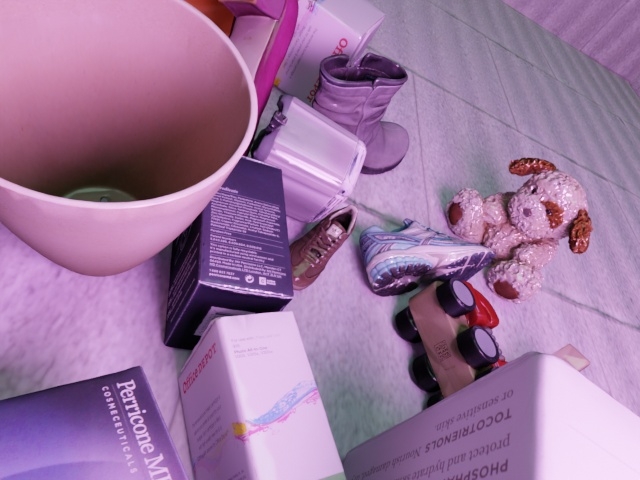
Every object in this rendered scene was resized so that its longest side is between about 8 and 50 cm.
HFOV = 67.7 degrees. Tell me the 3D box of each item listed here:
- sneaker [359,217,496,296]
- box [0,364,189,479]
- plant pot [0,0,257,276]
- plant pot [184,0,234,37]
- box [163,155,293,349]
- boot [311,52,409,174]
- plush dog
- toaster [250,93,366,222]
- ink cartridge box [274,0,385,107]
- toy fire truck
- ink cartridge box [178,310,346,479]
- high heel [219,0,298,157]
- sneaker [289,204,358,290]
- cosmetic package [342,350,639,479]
[{"bbox_3d":[0.192,0.012,0.842,0.283,0.110,0.122,0,52,-34],"label":"sneaker"},{"bbox_3d":[-0.205,0.260,0.256,0.294,0.183,0.296,-6,39,-38],"label":"box"},{"bbox_3d":[-0.227,-0.075,0.493,0.256,0.274,0.256,11,59,-20],"label":"plant pot"},{"bbox_3d":[-0.154,-0.488,0.743,0.291,0.291,0.203,-28,90,-45],"label":"plant pot"},{"bbox_3d":[-0.118,0.014,0.597,0.108,0.153,0.207,13,49,-25],"label":"box"},{"bbox_3d":[0.102,-0.234,0.902,0.338,0.223,0.118,-19,66,-42],"label":"boot"},{"bbox_3d":[0.420,-0.036,0.945,0.210,0.225,0.262,-5,58,-37],"label":"plush dog"},{"bbox_3d":[-0.031,-0.116,0.719,0.146,0.227,0.129,25,67,-15],"label":"toaster"},{"bbox_3d":[-0.042,-0.450,1.008,0.270,0.198,0.197,36,42,-4],"label":"ink cartridge box"},{"bbox_3d":[0.275,0.172,0.747,0.246,0.158,0.217,14,46,-40],"label":"toy fire truck"},{"bbox_3d":[-0.065,0.198,0.476,0.093,0.154,0.212,-1,55,-35],"label":"ink cartridge box"},{"bbox_3d":[-0.112,-0.220,0.738,0.127,0.377,0.181,20,7,16],"label":"high heel"},{"bbox_3d":[0.000,0.000,0.747,0.066,0.071,0.188,39,42,0],"label":"sneaker"},{"bbox_3d":[0.167,0.376,0.356,0.329,0.327,0.394,34,44,-5],"label":"cosmetic package"}]
